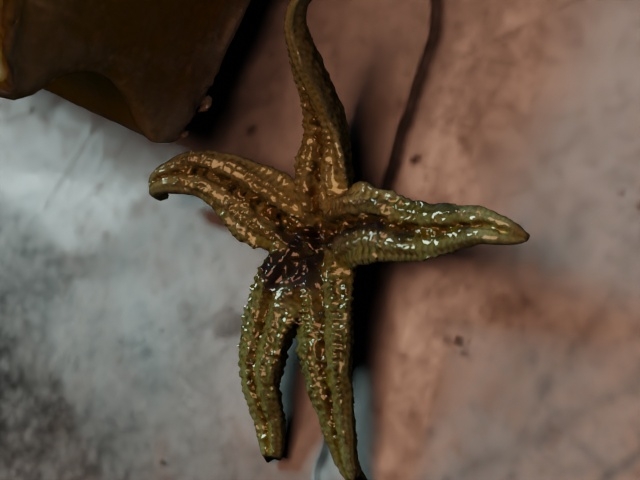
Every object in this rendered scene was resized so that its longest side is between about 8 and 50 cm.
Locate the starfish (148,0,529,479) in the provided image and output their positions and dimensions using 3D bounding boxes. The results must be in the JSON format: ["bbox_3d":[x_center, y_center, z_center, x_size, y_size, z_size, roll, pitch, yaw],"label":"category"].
[{"bbox_3d":[0.002,0.000,0.635,0.217,0.050,0.223,7,103,48],"label":"starfish"}]

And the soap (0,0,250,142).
[{"bbox_3d":[-0.168,-0.247,0.712,0.338,0.169,0.304,26,94,34],"label":"soap"}]
